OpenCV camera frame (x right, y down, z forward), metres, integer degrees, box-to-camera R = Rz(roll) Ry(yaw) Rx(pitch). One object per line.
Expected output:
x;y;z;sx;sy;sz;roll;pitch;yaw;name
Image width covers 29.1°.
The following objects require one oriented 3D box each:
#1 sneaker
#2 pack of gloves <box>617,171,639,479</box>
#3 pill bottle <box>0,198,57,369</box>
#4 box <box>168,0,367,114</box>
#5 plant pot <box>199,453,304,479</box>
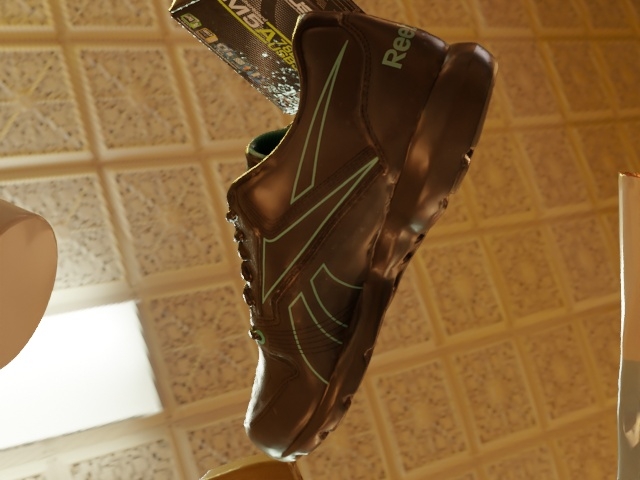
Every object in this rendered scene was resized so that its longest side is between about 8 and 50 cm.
0.000;0.000;0.655;0.106;0.267;0.101;22;-153;-1;sneaker
0.185;0.100;0.519;0.046;0.195;0.232;-13;-72;-30;pack of gloves
-0.368;0.000;0.994;0.283;0.160;0.160;18;-131;16;pill bottle
-0.035;-0.217;1.291;0.191;0.184;0.045;39;-117;-30;box
-0.055;0.237;1.136;0.081;0.083;0.081;18;-133;-85;plant pot
